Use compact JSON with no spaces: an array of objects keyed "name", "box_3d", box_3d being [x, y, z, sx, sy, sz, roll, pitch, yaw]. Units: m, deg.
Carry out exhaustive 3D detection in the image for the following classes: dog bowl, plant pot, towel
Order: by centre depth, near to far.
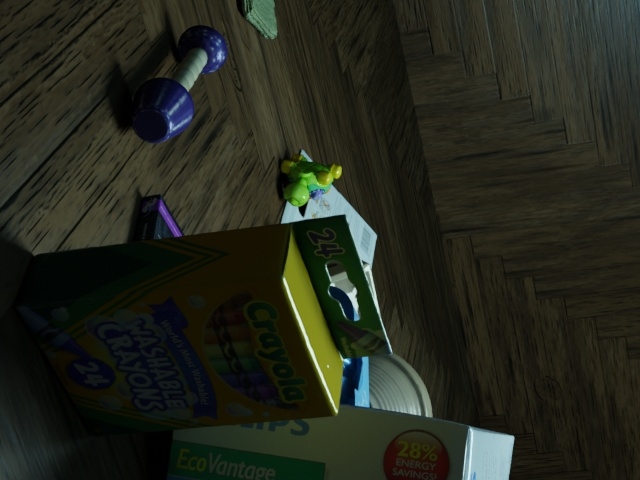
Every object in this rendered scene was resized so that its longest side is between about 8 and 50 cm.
[{"name":"dog bowl","box_3d":[-0.004,0.210,1.859,0.074,0.166,0.297,47,33,-44]},{"name":"plant pot","box_3d":[0.047,0.279,1.931,0.110,0.237,0.237,18,65,-68]},{"name":"towel","box_3d":[-0.108,-0.408,2.093,0.148,0.027,0.110,28,55,-71]}]

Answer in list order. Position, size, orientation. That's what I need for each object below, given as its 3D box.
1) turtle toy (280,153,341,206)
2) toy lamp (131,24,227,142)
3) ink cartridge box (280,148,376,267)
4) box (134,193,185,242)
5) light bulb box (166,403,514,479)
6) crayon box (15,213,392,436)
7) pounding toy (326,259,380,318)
[{"name":"turtle toy","box_3d":[-0.025,-0.101,2.156,0.130,0.095,0.066,-40,144,-62]},{"name":"toy lamp","box_3d":[-0.184,-0.201,1.597,0.274,0.080,0.080,-76,155,-61]},{"name":"ink cartridge box","box_3d":[0.000,0.000,2.248,0.239,0.060,0.275,47,29,-22]},{"name":"box","box_3d":[-0.196,0.041,1.515,0.116,0.029,0.162,66,21,-47]},{"name":"light bulb box","box_3d":[0.032,0.318,1.536,0.361,0.358,0.225,31,66,-71]},{"name":"crayon box","box_3d":[-0.109,0.091,1.229,0.083,0.323,0.203,-82,159,-47]},{"name":"pounding toy","box_3d":[-0.012,0.077,2.067,0.094,0.181,0.206,24,-50,62]}]
